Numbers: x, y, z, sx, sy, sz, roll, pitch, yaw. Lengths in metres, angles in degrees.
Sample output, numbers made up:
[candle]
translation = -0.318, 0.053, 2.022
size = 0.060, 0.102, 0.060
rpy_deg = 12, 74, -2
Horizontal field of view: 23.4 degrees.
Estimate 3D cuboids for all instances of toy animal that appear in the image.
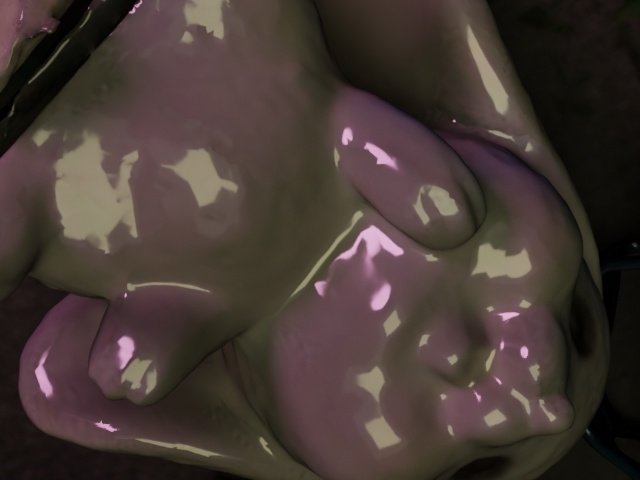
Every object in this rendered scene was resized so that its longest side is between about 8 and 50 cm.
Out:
[toy animal]
translation = -0.019, 0.001, 0.633
size = 0.249, 0.174, 0.289
rpy_deg = -28, 104, -3

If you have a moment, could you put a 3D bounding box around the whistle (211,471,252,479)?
[whistle]
translation = 0.104, 0.161, 0.736
size = 0.327, 0.057, 0.067
rpy_deg = 9, 83, -4

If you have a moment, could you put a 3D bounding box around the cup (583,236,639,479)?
[cup]
translation = 0.190, 0.041, 0.674
size = 0.177, 0.131, 0.155
rpy_deg = -6, 104, 30

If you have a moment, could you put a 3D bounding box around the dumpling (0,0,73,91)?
[dumpling]
translation = -0.143, -0.151, 0.603
size = 0.166, 0.126, 0.215
rpy_deg = -22, 90, 41
